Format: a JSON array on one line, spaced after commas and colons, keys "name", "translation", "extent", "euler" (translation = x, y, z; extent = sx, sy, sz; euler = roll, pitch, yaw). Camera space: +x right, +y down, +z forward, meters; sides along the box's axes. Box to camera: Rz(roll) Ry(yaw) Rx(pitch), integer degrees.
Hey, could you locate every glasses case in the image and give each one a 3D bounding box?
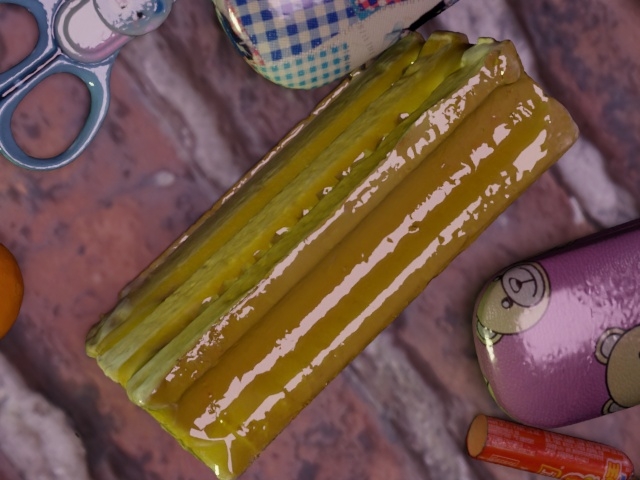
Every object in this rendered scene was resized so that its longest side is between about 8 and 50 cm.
[{"name": "glasses case", "translation": [0.072, -0.225, 1.174], "extent": [0.327, 0.076, 0.125], "euler": [-35, 106, -14]}, {"name": "glasses case", "translation": [0.259, 0.039, 1.248], "extent": [0.316, 0.076, 0.123], "euler": [-17, 97, -13]}]

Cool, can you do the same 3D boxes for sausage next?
[{"name": "sausage", "translation": [0.170, 0.155, 1.254], "extent": [0.129, 0.034, 0.034], "euler": [16, 90, -16]}]

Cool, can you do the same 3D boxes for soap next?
[{"name": "soap", "translation": [0.000, 0.000, 1.115], "extent": [0.315, 0.199, 0.091], "euler": [-46, 108, -9]}]

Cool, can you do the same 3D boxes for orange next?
[{"name": "orange", "translation": [-0.230, 0.032, 1.115], "extent": [0.083, 0.083, 0.084], "euler": [-1, 94, -15]}]

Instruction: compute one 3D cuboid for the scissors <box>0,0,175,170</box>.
[{"name": "scissors", "translation": [-0.128, -0.159, 1.153], "extent": [0.256, 0.030, 0.125], "euler": [-39, 106, -9]}]
